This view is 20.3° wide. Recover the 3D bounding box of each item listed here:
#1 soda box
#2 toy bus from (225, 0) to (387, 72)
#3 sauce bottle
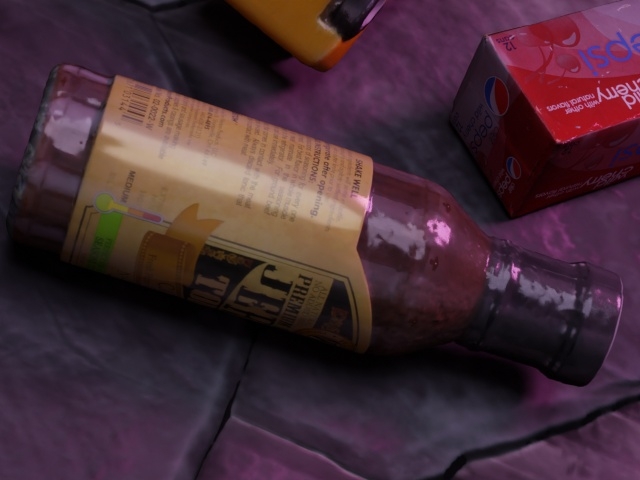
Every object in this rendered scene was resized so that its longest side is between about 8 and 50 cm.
[{"bbox_3d":[0.219,-0.103,1.168,0.263,0.083,0.092,-17,64,-27],"label":"soda box"},{"bbox_3d":[0.067,-0.264,1.129,0.108,0.130,0.333,39,97,5],"label":"toy bus"},{"bbox_3d":[0.000,0.000,1.006,0.344,0.111,0.111,17,54,-5],"label":"sauce bottle"}]
